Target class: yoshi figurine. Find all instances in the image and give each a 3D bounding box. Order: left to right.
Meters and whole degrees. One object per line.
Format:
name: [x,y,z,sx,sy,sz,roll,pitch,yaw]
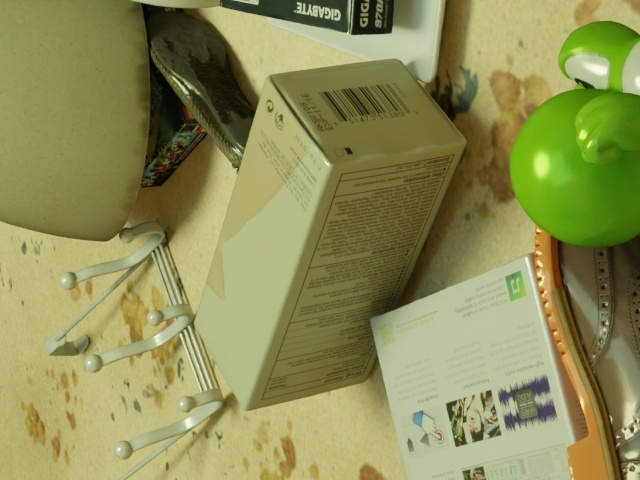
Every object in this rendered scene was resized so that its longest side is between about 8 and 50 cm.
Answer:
yoshi figurine: [0.258,-0.032,0.984,0.362,0.203,0.204,34,129,52]

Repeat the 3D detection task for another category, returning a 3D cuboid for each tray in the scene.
tray: [0.038,-0.244,1.406,0.270,0.030,0.145,29,118,50]

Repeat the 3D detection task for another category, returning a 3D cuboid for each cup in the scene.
cup: [-0.354,-0.162,1.700,0.331,0.237,0.331,3,93,63]

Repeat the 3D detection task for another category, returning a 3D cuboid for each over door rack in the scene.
over door rack: [-0.244,0.159,1.816,0.324,0.108,0.240,-48,56,48]

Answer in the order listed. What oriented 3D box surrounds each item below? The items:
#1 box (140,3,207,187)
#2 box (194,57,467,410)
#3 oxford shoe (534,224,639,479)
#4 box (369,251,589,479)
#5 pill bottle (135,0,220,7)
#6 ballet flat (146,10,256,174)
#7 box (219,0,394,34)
box: [-0.199,-0.198,1.745,0.159,0.044,0.233,-40,63,51]
box: [0.000,0.000,1.376,0.121,0.148,0.311,55,141,34]
oxford shoe: [0.243,0.076,1.116,0.132,0.130,0.364,-15,74,23]
box: [0.158,0.190,1.281,0.232,0.058,0.322,-26,73,54]
pill bottle: [-0.143,-0.384,1.530,0.162,0.162,0.278,35,123,48]
ballet flat: [-0.114,-0.151,1.608,0.250,0.084,0.058,52,148,31]
box: [-0.012,-0.287,1.398,0.220,0.051,0.175,23,114,52]
